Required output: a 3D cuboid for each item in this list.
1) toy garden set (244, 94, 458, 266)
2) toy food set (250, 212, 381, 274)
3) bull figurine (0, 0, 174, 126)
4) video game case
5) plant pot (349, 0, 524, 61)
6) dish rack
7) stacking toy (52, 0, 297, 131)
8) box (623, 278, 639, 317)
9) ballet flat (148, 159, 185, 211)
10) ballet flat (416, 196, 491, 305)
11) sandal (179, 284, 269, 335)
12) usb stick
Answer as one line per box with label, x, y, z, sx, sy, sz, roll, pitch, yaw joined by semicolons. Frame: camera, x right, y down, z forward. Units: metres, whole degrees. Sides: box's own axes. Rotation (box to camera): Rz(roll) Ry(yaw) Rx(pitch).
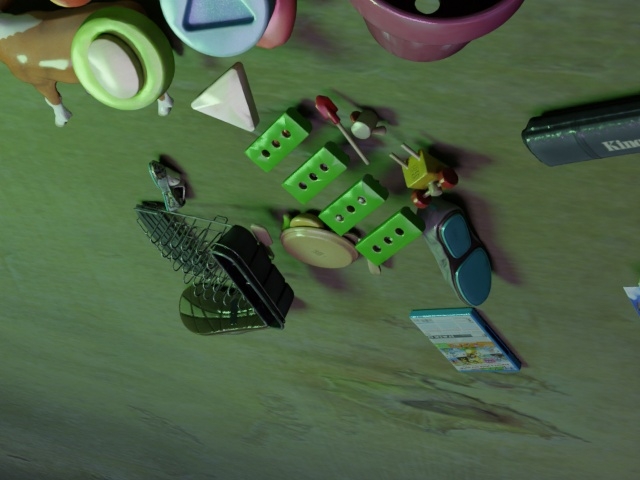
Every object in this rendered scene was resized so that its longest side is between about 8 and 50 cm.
toy garden set;0.051;-0.100;1.763;0.244;0.049;0.204;41;136;-10
toy food set;0.000;0.000;1.996;0.192;0.039;0.132;8;155;13
bull figurine;-0.331;-0.244;1.744;0.310;0.101;0.188;2;147;33
video game case;0.232;0.161;2.116;0.119;0.015;0.166;-6;140;39
plant pot;0.110;-0.271;1.327;0.201;0.201;0.180;20;165;4
dish rack;-0.180;0.033;2.094;0.271;0.074;0.208;14;150;37
stacking toy;-0.195;-0.242;1.531;0.308;0.130;0.280;14;126;11
box;0.507;0.077;1.762;0.178;0.042;0.109;-1;143;35
ballet flat;-0.228;-0.086;2.006;0.041;0.041;0.114;11;149;19
ballet flat;0.188;0.011;1.865;0.068;0.072;0.213;35;163;39
sandal;-0.147;0.120;2.260;0.219;0.090;0.060;-5;163;28
usb stick;0.361;-0.130;1.517;0.278;0.045;0.077;-7;139;41
